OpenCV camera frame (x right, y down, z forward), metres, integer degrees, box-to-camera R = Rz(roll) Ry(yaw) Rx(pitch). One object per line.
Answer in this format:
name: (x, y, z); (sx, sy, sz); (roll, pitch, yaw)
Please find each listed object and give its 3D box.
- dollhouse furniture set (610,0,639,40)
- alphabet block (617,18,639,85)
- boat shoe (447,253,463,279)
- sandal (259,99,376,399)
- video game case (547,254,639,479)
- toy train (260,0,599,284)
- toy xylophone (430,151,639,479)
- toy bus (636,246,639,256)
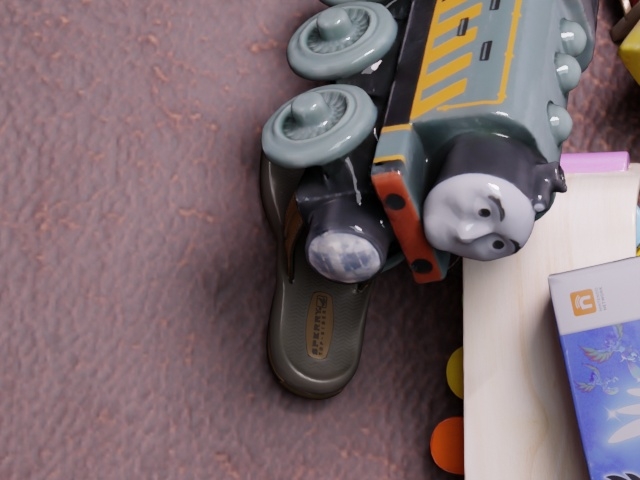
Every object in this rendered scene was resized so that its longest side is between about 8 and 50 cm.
dollhouse furniture set: (0.184, -0.247, 1.433); (0.129, 0.129, 0.184); (-14, 79, -14)
alphabet block: (0.366, -0.137, 1.380); (0.192, 0.193, 0.197); (47, 70, -29)
boat shoe: (0.133, -0.063, 1.417); (0.065, 0.075, 0.206); (32, 74, -23)
sandal: (0.000, 0.000, 1.368); (0.090, 0.060, 0.219); (8, 70, -10)
video game case: (0.288, 0.127, 1.206); (0.244, 0.061, 0.270); (-13, 86, 15)
toy train: (0.082, -0.105, 1.300); (0.190, 0.142, 0.334); (-9, 39, 21)
toy xylophone: (0.187, 0.100, 1.306); (0.236, 0.081, 0.323); (8, 92, 15)
toy bus: (0.326, 0.060, 1.344); (0.149, 0.211, 0.220); (-42, 86, -16)
